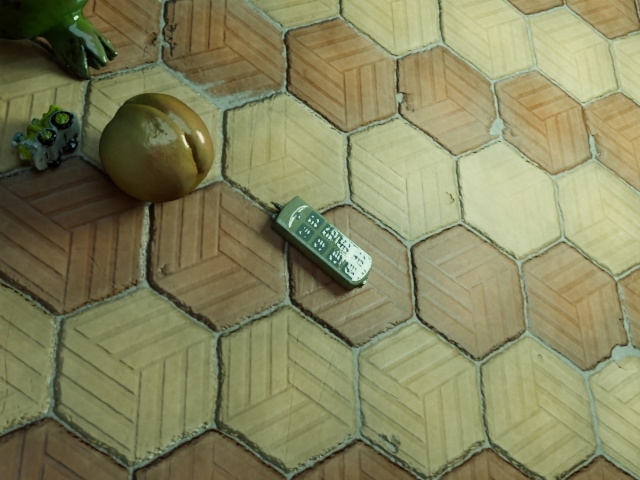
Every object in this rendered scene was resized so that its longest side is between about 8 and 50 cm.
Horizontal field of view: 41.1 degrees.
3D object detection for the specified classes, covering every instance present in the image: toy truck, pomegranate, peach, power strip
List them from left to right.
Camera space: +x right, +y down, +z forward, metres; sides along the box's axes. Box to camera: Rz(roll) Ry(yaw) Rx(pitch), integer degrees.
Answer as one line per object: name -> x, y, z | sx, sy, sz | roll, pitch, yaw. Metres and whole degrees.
toy truck -> -0.450, -0.169, 1.389 | 0.077, 0.076, 0.111 | 29, 57, 11
pomegranate -> -0.454, -0.425, 1.414 | 0.306, 0.242, 0.242 | 30, 57, -12
peach -> -0.265, -0.149, 1.404 | 0.184, 0.184, 0.184 | 11, 62, -20
power strip -> 0.000, 0.000, 1.536 | 0.227, 0.029, 0.080 | 39, 56, -3
